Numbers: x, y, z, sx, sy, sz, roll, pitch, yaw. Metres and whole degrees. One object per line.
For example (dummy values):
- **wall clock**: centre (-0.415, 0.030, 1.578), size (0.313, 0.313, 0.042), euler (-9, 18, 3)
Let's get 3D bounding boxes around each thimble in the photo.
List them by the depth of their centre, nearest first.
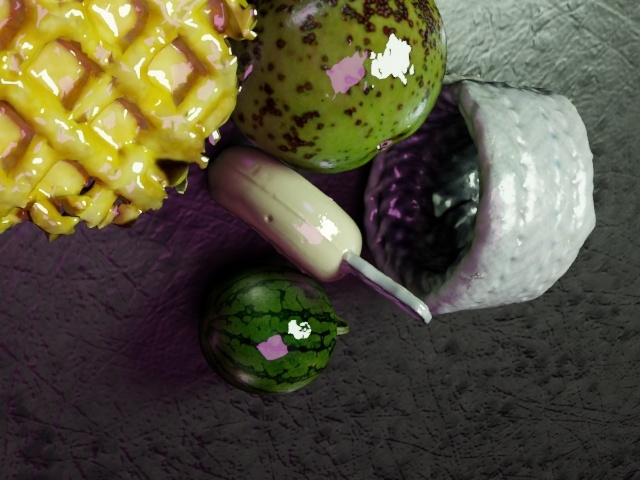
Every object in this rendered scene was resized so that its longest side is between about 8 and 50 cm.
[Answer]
- **thimble**: centre (0.164, -0.048, 0.810), size (0.157, 0.217, 0.245), euler (-3, 107, -32)

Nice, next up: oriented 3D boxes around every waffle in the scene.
- **waffle**: centre (-0.209, -0.171, 0.503), size (0.382, 0.095, 0.379), euler (-4, 117, -31)

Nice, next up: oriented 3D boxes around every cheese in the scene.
- **cheese**: centre (-0.004, -0.006, 0.752), size (0.071, 0.249, 0.163), euler (-52, 138, -6)

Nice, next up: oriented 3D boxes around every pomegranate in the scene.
- **pomegranate**: centre (-0.001, -0.188, 0.704), size (0.214, 0.214, 0.248), euler (-23, 83, -12)

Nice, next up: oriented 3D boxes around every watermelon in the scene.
- **watermelon**: centre (-0.038, 0.095, 0.833), size (0.187, 0.141, 0.140), euler (1, 113, -32)
